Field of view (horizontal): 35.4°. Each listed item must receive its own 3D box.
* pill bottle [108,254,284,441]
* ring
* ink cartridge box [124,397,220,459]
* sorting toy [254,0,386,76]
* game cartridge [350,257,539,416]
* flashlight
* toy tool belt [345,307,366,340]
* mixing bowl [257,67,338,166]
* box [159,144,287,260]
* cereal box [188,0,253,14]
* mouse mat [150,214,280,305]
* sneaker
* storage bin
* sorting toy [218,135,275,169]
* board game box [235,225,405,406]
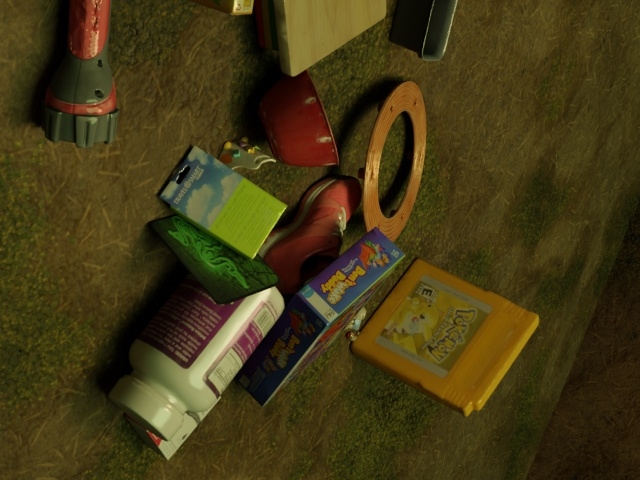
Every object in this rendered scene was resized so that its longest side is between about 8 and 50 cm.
[{"bbox_3d":[-0.208,0.174,1.658,0.301,0.169,0.169,-52,145,-20],"label":"pill bottle"},{"bbox_3d":[0.144,-0.154,2.017,0.336,0.032,0.337,12,90,-69],"label":"ring"},{"bbox_3d":[-0.257,0.290,1.761,0.150,0.063,0.109,-49,144,-23],"label":"ink cartridge box"},{"bbox_3d":[-0.008,-0.440,1.616,0.255,0.089,0.257,-39,139,-35],"label":"sorting toy"},{"bbox_3d":[0.276,0.209,2.232,0.285,0.323,0.053,-51,147,-23],"label":"game cartridge"},{"bbox_3d":[-0.302,-0.276,1.289,0.103,0.103,0.304,-17,126,-46],"label":"flashlight"},{"bbox_3d":[0.059,0.171,2.162,0.051,0.052,0.083,19,92,-26],"label":"toy tool belt"},{"bbox_3d":[-0.046,-0.195,1.676,0.098,0.181,0.181,-21,136,-5],"label":"mixing bowl"},{"bbox_3d":[-0.157,-0.059,1.613,0.109,0.178,0.042,-58,-175,-13],"label":"box"},{"bbox_3d":[-0.150,-0.438,1.335,0.047,0.173,0.240,-17,125,-50],"label":"cereal box"},{"bbox_3d":[-0.167,0.020,1.608,0.152,0.190,0.007,-20,149,-49],"label":"mouse mat"},{"bbox_3d":[0.000,0.001,1.872,0.314,0.136,0.116,-44,143,-31],"label":"sneaker"},{"bbox_3d":[0.196,-0.422,1.919,0.098,0.091,0.135,-13,122,-51],"label":"storage bin"},{"bbox_3d":[-0.117,-0.138,1.669,0.083,0.075,0.045,-26,131,-46],"label":"sorting toy"},{"bbox_3d":[-0.006,0.146,1.859,0.233,0.078,0.347,-39,169,-38],"label":"board game box"}]
